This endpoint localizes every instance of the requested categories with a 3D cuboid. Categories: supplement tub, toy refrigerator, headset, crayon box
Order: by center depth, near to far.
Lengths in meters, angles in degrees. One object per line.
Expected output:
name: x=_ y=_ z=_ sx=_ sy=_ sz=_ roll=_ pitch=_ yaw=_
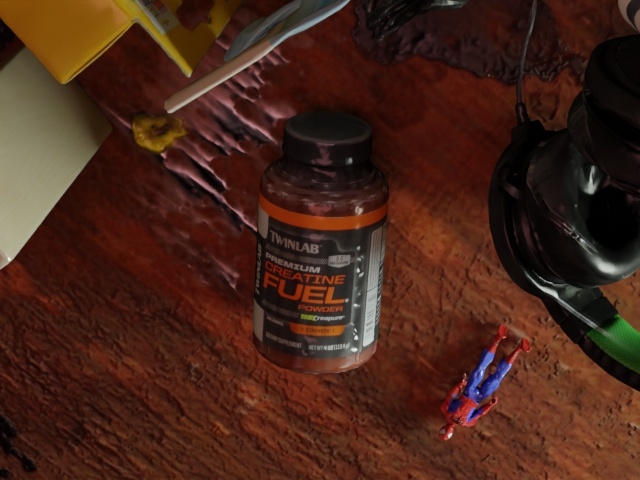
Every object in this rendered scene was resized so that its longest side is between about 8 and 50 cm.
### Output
crayon box: x=-0.207 y=-0.248 z=1.318 sx=0.083 sy=0.203 sz=0.323 roll=-38 pitch=102 yaw=23
headset: x=0.198 y=-0.051 z=1.321 sx=0.394 sy=0.185 sz=0.243 roll=53 pitch=135 yaw=13
toy refrigerator: x=-0.257 y=-0.054 z=1.377 sx=0.094 sy=0.269 sz=0.102 roll=-33 pitch=105 yaw=21
supplement tub: x=0.000 y=0.000 z=1.445 sx=0.106 sy=0.106 sz=0.198 roll=6 pitch=114 yaw=8

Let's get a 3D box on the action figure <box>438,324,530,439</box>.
action figure: x=0.132 y=0.125 z=1.520 sx=0.038 sy=0.030 sz=0.115 roll=28 pitch=118 yaw=-8

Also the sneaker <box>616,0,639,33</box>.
sneaker: x=0.287 y=-0.246 z=1.293 sx=0.235 sy=0.094 sz=0.153 roll=-32 pitch=62 yaw=-8

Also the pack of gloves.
pack of gloves: x=-0.002 y=-0.188 z=1.314 sx=0.232 sy=0.195 sz=0.046 roll=-29 pitch=100 yaw=21
